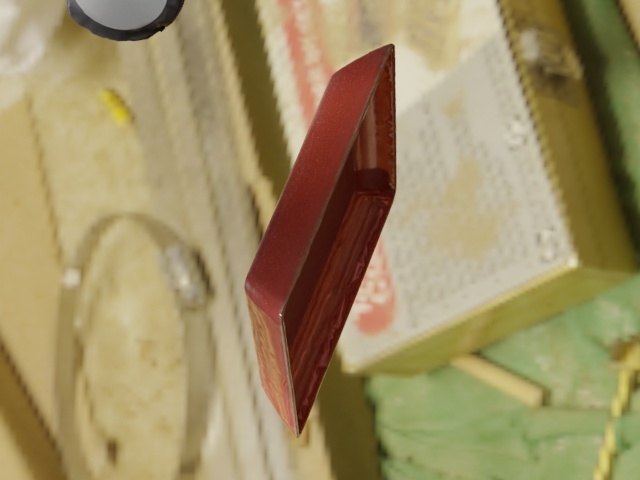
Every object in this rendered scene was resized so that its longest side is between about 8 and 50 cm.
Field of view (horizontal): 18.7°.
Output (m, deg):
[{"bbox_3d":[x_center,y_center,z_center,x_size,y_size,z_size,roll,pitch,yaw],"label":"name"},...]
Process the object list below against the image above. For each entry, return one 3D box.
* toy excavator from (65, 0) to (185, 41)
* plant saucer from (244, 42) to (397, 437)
[{"bbox_3d":[-0.103,-0.441,1.472,0.445,0.433,0.222,-32,22,26],"label":"toy excavator"},{"bbox_3d":[0.000,0.000,1.608,0.047,0.259,0.258,17,65,10],"label":"plant saucer"}]
